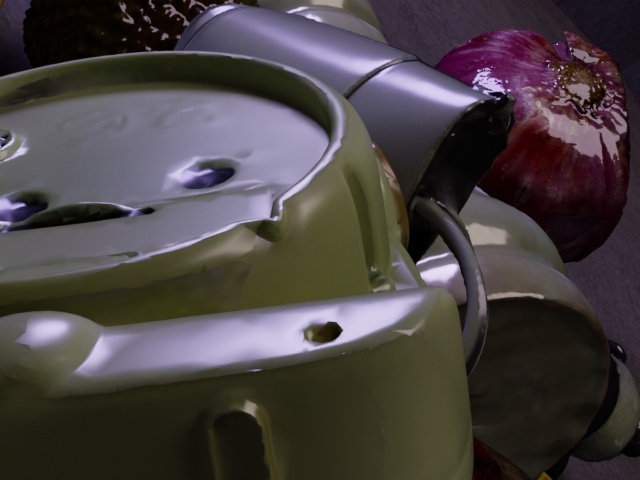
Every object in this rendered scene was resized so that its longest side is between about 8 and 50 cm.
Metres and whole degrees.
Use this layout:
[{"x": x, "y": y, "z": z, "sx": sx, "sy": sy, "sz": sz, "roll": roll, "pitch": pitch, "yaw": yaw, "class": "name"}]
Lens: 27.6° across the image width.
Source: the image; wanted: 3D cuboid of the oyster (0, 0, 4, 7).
[{"x": -0.209, "y": -0.211, "z": 0.832, "sx": 0.100, "sy": 0.271, "sz": 0.275, "roll": 29, "pitch": 66, "yaw": -26, "class": "oyster"}]

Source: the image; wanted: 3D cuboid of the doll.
[{"x": 0.205, "y": 0.128, "z": 1.191, "sx": 0.234, "sy": 0.135, "sz": 0.143, "roll": 43, "pitch": 24, "yaw": -31, "class": "doll"}]

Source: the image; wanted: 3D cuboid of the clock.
[{"x": -0.096, "y": 0.013, "z": 0.558, "sx": 0.348, "sy": 0.286, "sz": 0.117, "roll": -97, "pitch": 179, "yaw": -62, "class": "clock"}]

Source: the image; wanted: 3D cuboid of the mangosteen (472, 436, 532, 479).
[{"x": 0.001, "y": 0.195, "z": 0.610, "sx": 0.231, "sy": 0.231, "sz": 0.289, "roll": 53, "pitch": -20, "yaw": 3, "class": "mangosteen"}]

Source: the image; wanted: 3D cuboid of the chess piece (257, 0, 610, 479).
[{"x": 0.023, "y": -0.032, "z": 0.959, "sx": 0.234, "sy": 0.234, "sz": 0.442, "roll": 31, "pitch": 26, "yaw": -43, "class": "chess piece"}]

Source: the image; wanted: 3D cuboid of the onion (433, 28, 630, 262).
[{"x": 0.218, "y": -0.107, "z": 1.491, "sx": 0.230, "sy": 0.272, "sz": 0.256, "roll": 16, "pitch": 26, "yaw": -15, "class": "onion"}]

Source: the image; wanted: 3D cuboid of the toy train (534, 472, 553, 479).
[{"x": 0.157, "y": 0.237, "z": 0.982, "sx": 0.127, "sy": 0.089, "sz": 0.219, "roll": 45, "pitch": 20, "yaw": 12, "class": "toy train"}]

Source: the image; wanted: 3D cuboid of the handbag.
[{"x": 0.000, "y": 0.000, "z": 0.740, "sx": 0.109, "sy": 0.241, "sz": 0.315, "roll": 23, "pitch": 9, "yaw": -46, "class": "handbag"}]

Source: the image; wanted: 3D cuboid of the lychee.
[{"x": -0.119, "y": -0.139, "z": 0.905, "sx": 0.171, "sy": 0.171, "sz": 0.171, "roll": 43, "pitch": 23, "yaw": -23, "class": "lychee"}]
